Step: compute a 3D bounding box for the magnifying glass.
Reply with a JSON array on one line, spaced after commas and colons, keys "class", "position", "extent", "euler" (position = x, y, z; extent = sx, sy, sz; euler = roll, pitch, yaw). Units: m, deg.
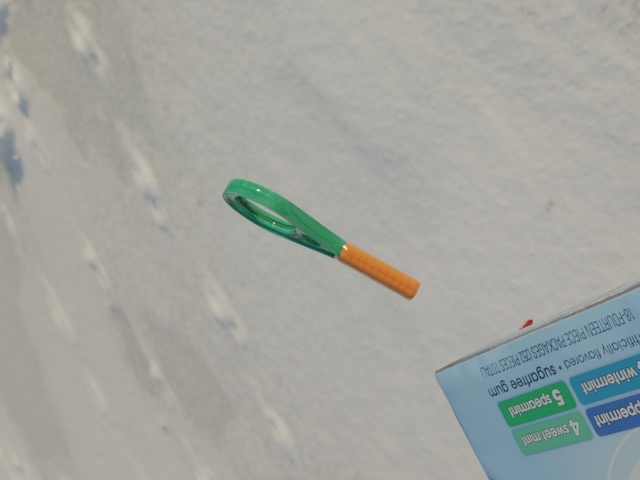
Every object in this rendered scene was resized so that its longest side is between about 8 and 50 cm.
[{"class": "magnifying glass", "position": [0.000, 0.000, 1.087], "extent": [0.231, 0.026, 0.092], "euler": [27, 165, -1]}]

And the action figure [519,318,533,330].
[{"class": "action figure", "position": [0.275, 0.135, 1.214], "extent": [0.115, 0.030, 0.038], "euler": [47, -175, -42]}]

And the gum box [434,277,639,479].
[{"class": "gum box", "position": [0.134, 0.105, 0.358], "extent": [0.184, 0.041, 0.157], "euler": [63, 150, 8]}]
